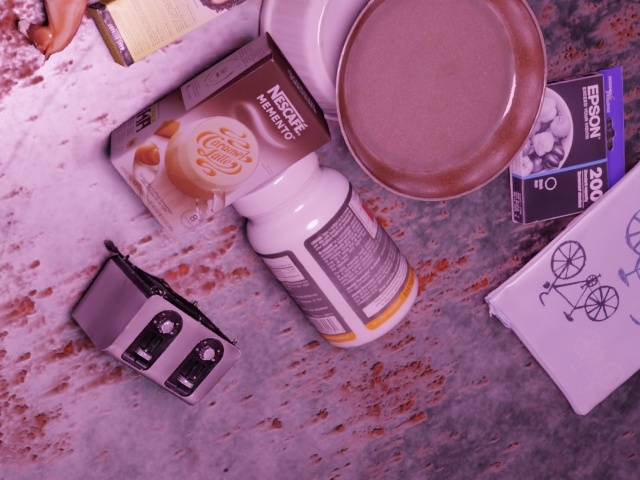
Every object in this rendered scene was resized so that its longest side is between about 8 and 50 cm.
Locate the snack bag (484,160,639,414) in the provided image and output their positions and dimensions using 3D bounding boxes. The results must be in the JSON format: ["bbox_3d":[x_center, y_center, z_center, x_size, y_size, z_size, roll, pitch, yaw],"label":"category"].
[{"bbox_3d":[0.451,0.079,2.229,0.342,0.037,0.323,-42,123,0],"label":"snack bag"}]

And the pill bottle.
[{"bbox_3d":[0.000,0.000,1.957,0.162,0.162,0.278,-41,117,-9],"label":"pill bottle"}]

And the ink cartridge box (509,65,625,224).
[{"bbox_3d":[0.376,-0.142,2.152,0.208,0.045,0.206,-14,109,-22],"label":"ink cartridge box"}]

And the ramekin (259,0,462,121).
[{"bbox_3d":[0.067,-0.282,1.928,0.272,0.127,0.273,-7,107,-23],"label":"ramekin"}]

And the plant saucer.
[{"bbox_3d":[0.153,-0.207,1.889,0.310,0.050,0.311,-7,107,-22],"label":"plant saucer"}]

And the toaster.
[{"bbox_3d":[-0.220,0.111,1.892,0.168,0.185,0.110,39,89,-35],"label":"toaster"}]

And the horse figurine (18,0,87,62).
[{"bbox_3d":[-0.299,-0.368,1.771,0.263,0.066,0.174,-44,104,-6],"label":"horse figurine"}]

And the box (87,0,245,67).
[{"bbox_3d":[-0.175,-0.314,1.852,0.232,0.058,0.087,-32,114,-12],"label":"box"}]

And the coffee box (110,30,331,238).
[{"bbox_3d":[-0.129,-0.134,1.855,0.246,0.098,0.141,-32,117,10],"label":"coffee box"}]
